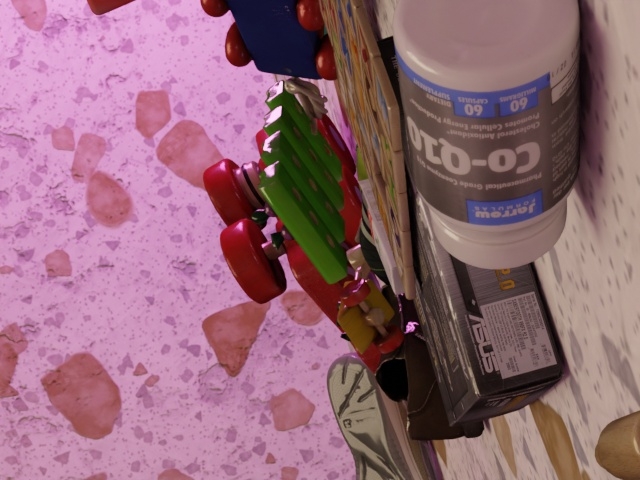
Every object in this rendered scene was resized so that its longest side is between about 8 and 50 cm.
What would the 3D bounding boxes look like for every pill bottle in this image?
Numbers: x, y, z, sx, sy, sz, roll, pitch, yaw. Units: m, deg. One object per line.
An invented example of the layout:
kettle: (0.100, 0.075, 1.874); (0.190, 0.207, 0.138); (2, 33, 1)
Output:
pill bottle: (0.076, -0.053, 0.637); (0.137, 0.078, 0.078); (77, 176, -51)

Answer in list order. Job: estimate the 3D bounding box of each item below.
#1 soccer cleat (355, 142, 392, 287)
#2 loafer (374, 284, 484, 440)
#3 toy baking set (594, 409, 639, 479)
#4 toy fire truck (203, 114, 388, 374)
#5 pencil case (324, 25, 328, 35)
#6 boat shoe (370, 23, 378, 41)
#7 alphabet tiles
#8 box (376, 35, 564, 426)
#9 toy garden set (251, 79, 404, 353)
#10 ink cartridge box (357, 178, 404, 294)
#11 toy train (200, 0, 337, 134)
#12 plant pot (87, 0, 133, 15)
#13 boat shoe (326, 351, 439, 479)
soccer cleat: (0.068, -0.014, 1.243); (0.072, 0.060, 0.179); (53, 162, 45)
loafer: (0.084, 0.103, 1.314); (0.220, 0.078, 0.080); (-111, 6, -58)
toy baking set: (0.169, 0.159, 0.593); (0.256, 0.030, 0.196); (84, 167, -75)
toy fire truck: (0.000, 0.000, 1.754); (0.254, 0.169, 0.302); (52, -168, -39)
pencil case: (-0.009, -0.228, 1.392); (0.151, 0.065, 0.070); (-110, 31, -61)
boat shoe: (0.042, -0.146, 1.242); (0.035, 0.035, 0.100); (-74, -28, -56)
alphabet tiles: (0.023, -0.109, 0.927); (0.198, 0.009, 0.237); (79, 175, -55)
box: (0.086, -0.001, 0.934); (0.183, 0.056, 0.231); (86, 169, -77)
toy garden set: (-0.001, -0.016, 1.326); (0.203, 0.049, 0.244); (54, -165, -21)
ink cartridge box: (0.071, -0.011, 1.094); (0.115, 0.063, 0.029); (-109, 7, -51)
toy train: (-0.016, -0.210, 1.262); (0.248, 0.105, 0.143); (64, -141, -66)
plant pot: (-0.150, -0.387, 1.439); (0.275, 0.243, 0.274); (163, 90, -87)
boat shoe: (0.102, 0.290, 1.865); (0.118, 0.103, 0.320); (-17, 92, 42)
